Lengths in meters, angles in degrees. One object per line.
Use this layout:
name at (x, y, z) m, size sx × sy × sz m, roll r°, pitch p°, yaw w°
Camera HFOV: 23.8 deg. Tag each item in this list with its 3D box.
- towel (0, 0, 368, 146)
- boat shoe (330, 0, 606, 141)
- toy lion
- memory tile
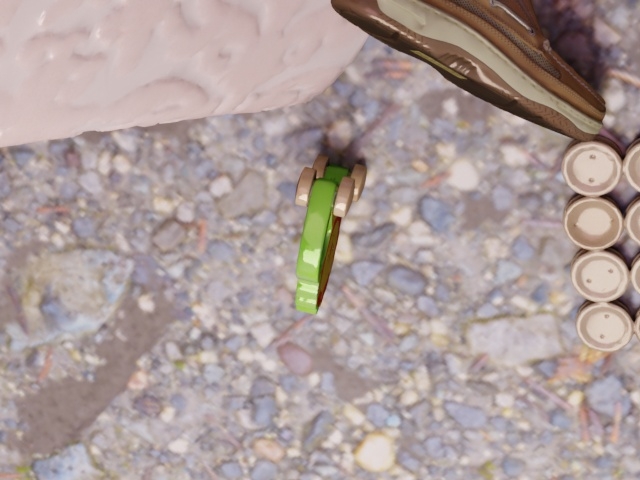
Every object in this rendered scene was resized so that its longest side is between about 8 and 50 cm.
towel at (-0.047, -0.181, 0.723) m, size 0.053 × 0.332 × 0.317 m, roll 46°, pitch 124°, yaw 25°
boat shoe at (0.097, -0.118, 0.837) m, size 0.190 × 0.068 × 0.072 m, roll 26°, pitch 89°, yaw -36°
toy lion at (0.000, 0.000, 0.927) m, size 0.034 × 0.100 × 0.096 m, roll 14°, pitch 101°, yaw 5°
memory tile at (0.205, 0.004, 0.923) m, size 0.113 × 0.012 × 0.148 m, roll -2°, pitch 117°, yaw 16°
